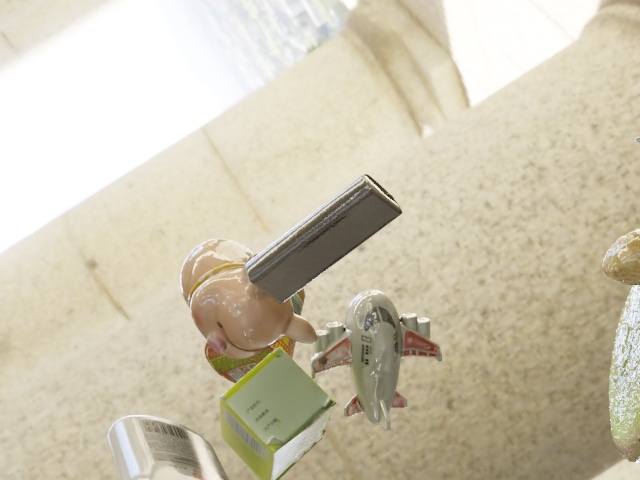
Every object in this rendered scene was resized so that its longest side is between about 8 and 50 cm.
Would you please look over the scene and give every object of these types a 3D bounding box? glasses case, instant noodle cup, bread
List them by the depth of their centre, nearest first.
[{"bbox_3d":[0.001,-0.001,1.133,0.072,0.190,0.042,41,-161,-38],"label":"glasses case"},{"bbox_3d":[0.444,0.159,1.314,0.301,0.045,0.301,10,-90,-83],"label":"bread"},{"bbox_3d":[-0.124,0.179,2.037,0.193,0.193,0.212,58,-144,-36],"label":"instant noodle cup"}]

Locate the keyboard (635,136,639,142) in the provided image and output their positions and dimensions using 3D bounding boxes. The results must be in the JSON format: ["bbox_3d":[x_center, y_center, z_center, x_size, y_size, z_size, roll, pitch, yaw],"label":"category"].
[{"bbox_3d":[0.462,-0.135,1.232,0.155,0.053,0.010,-148,49,-83],"label":"keyboard"}]

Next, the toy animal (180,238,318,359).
[{"bbox_3d":[-0.130,0.085,1.421,0.165,0.149,0.248,42,173,-35],"label":"toy animal"}]

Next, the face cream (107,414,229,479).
[{"bbox_3d":[-0.153,0.281,1.061,0.144,0.071,0.291,23,-176,-24],"label":"face cream"}]

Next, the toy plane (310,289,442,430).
[{"bbox_3d":[0.099,0.214,1.740,0.252,0.252,0.118,58,170,-15],"label":"toy plane"}]

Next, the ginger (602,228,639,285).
[{"bbox_3d":[0.455,-0.031,0.984,0.148,0.333,0.081,-10,-102,-49],"label":"ginger"}]

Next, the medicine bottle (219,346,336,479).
[{"bbox_3d":[-0.080,0.305,1.630,0.141,0.137,0.250,42,157,14],"label":"medicine bottle"}]
